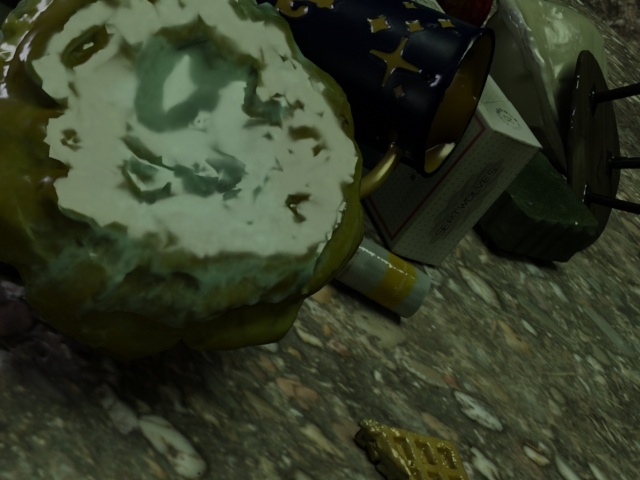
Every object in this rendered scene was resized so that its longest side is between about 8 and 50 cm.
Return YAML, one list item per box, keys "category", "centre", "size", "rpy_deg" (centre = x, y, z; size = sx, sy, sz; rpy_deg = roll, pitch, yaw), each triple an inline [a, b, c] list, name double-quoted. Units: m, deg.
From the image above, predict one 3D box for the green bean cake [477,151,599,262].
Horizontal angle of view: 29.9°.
- category: "green bean cake"
  centre: [0.285, -0.059, 1.731]
  size: [0.185, 0.094, 0.183]
  rpy_deg: [11, 38, -43]

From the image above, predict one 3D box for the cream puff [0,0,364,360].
- category: "cream puff"
  centre: [-0.143, -0.059, 1.034]
  size: [0.378, 0.275, 0.378]
  rpy_deg: [11, 63, -23]

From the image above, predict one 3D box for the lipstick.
- category: "lipstick"
  centre: [0.000, 0.000, 1.314]
  size: [0.264, 0.059, 0.059]
  rpy_deg: [30, 28, -17]

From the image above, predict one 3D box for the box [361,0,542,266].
- category: "box"
  centre: [0.120, -0.156, 1.542]
  size: [0.095, 0.210, 0.330]
  rpy_deg: [16, 34, -37]

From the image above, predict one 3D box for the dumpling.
- category: "dumpling"
  centre: [0.382, -0.246, 1.984]
  size: [0.395, 0.233, 0.315]
  rpy_deg: [56, 15, -60]

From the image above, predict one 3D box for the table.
- category: "table"
  centre: [0.553, -0.137, 1.887]
  size: [0.249, 0.317, 0.317]
  rpy_deg: [1, 11, 27]

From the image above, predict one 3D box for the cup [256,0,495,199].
- category: "cup"
  centre: [0.025, -0.181, 1.311]
  size: [0.256, 0.178, 0.255]
  rpy_deg: [25, 39, 15]

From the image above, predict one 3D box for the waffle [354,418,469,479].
- category: "waffle"
  centre: [0.106, 0.250, 1.083]
  size: [0.125, 0.032, 0.191]
  rpy_deg: [22, 30, -34]

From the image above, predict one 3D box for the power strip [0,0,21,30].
- category: "power strip"
  centre: [-0.270, -0.302, 1.288]
  size: [0.357, 0.161, 0.357]
  rpy_deg: [25, 26, -13]

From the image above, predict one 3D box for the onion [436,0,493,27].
- category: "onion"
  centre: [0.162, -0.435, 1.988]
  size: [0.276, 0.276, 0.276]
  rpy_deg: [30, 28, -18]

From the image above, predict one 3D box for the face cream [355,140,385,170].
- category: "face cream"
  centre: [-0.078, -0.209, 1.498]
  size: [0.385, 0.086, 0.135]
  rpy_deg: [31, 26, 12]
